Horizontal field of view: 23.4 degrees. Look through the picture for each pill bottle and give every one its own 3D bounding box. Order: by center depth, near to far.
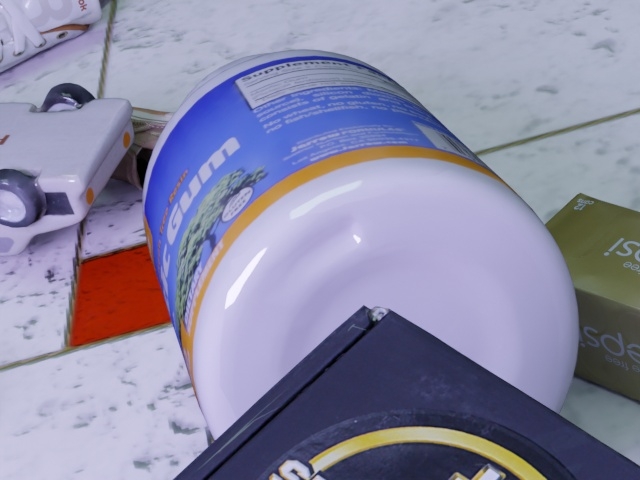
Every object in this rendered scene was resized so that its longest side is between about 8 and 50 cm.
[{"bbox_3d":[0.000,0.000,0.695,0.152,0.152,0.272,-23,23,-5],"label":"pill bottle"}]

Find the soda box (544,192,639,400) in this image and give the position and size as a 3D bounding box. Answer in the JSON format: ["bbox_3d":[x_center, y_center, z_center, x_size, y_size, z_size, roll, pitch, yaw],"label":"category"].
[{"bbox_3d":[0.167,0.039,0.653,0.058,0.061,0.181,-40,39,-27],"label":"soda box"}]

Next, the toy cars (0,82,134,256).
[{"bbox_3d":[-0.289,0.013,0.896,0.394,0.087,0.176,-25,37,-10],"label":"toy cars"}]

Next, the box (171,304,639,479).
[{"bbox_3d":[0.059,0.223,0.329,0.395,0.097,0.318,33,60,29],"label":"box"}]

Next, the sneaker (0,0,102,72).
[{"bbox_3d":[-0.239,-0.171,1.108,0.123,0.106,0.290,7,41,37],"label":"sneaker"}]

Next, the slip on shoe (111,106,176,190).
[{"bbox_3d":[-0.108,-0.051,0.931,0.135,0.051,0.041,3,47,20],"label":"slip on shoe"}]
